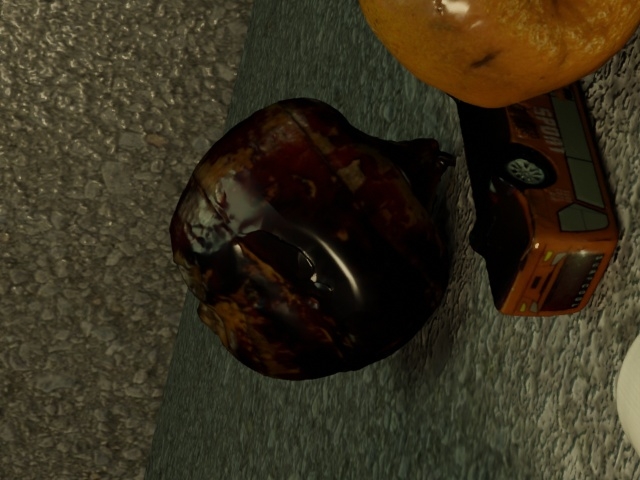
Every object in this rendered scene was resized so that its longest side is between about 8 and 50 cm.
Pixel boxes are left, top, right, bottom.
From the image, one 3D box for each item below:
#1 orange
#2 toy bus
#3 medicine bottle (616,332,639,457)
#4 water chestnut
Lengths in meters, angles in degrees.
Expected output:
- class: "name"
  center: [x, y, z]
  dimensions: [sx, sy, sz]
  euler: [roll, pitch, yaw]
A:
- class: "orange"
  center: [0.128, -0.233, 1.268]
  dimensions: [0.183, 0.249, 0.249]
  euler: [22, 101, 59]
- class: "toy bus"
  center: [0.161, -0.101, 1.376]
  dimensions: [0.409, 0.092, 0.093]
  euler: [-94, 18, -48]
- class: "medicine bottle"
  center: [0.231, 0.118, 0.799]
  dimensions: [0.237, 0.139, 0.139]
  euler: [-116, 39, -69]
- class: "water chestnut"
  center: [0.000, 0.000, 1.641]
  dimensions: [0.244, 0.289, 0.289]
  euler: [-48, -18, -54]
